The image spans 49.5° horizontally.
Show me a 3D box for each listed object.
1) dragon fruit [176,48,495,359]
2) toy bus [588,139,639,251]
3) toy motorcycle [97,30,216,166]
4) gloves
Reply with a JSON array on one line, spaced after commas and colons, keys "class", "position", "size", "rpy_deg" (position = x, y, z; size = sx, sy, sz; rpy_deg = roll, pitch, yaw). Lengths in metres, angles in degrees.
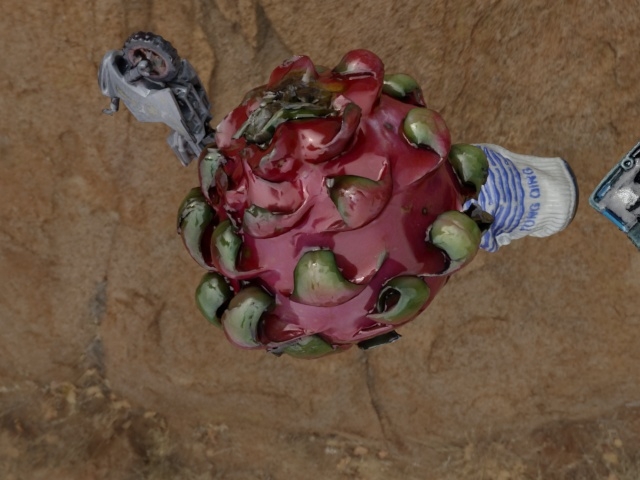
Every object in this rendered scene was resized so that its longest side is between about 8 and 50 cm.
[{"class": "dragon fruit", "position": [-0.005, -0.007, 0.493], "size": [0.198, 0.218, 0.273], "rpy_deg": [34, 138, -17]}, {"class": "toy bus", "position": [0.304, 0.005, 0.517], "size": [0.090, 0.106, 0.184], "rpy_deg": [-51, 55, 20]}, {"class": "toy motorcycle", "position": [-0.194, -0.162, 0.855], "size": [0.122, 0.080, 0.215], "rpy_deg": [3, 146, 24]}, {"class": "gloves", "position": [0.141, -0.046, 0.698], "size": [0.229, 0.097, 0.119], "rpy_deg": [2, 115, 5]}]
